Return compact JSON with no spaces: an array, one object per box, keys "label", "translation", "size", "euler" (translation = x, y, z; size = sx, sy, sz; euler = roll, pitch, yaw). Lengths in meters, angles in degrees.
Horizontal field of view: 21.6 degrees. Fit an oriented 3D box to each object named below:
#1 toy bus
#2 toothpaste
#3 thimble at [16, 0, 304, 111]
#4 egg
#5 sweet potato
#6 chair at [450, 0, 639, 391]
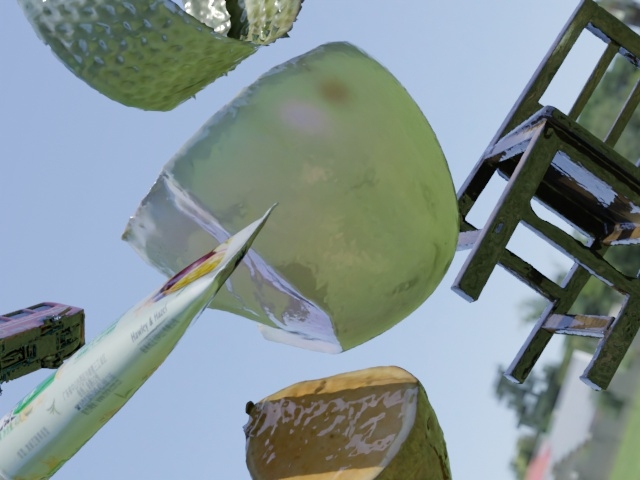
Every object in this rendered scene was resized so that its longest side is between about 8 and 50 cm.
[{"label":"toy bus","translation":[-0.372,0.127,1.960],"size":[0.235,0.096,0.073],"euler":[-18,-67,-52]},{"label":"toothpaste","translation":[-0.131,0.082,1.039],"size":[0.314,0.056,0.058],"euler":[-43,50,36]},{"label":"thimble","translation":[-0.161,-0.271,1.597],"size":[0.150,0.271,0.271],"euler":[-32,13,33]},{"label":"egg","translation":[0.011,-0.015,1.164],"size":[0.206,0.162,0.271],"euler":[-49,-12,2]},{"label":"sweet potato","translation":[0.051,0.236,1.099],"size":[0.131,0.131,0.336],"euler":[-59,-41,-46]},{"label":"chair","translation":[0.285,-0.066,1.776],"size":[0.416,0.203,0.240],"euler":[-57,8,-11]}]
